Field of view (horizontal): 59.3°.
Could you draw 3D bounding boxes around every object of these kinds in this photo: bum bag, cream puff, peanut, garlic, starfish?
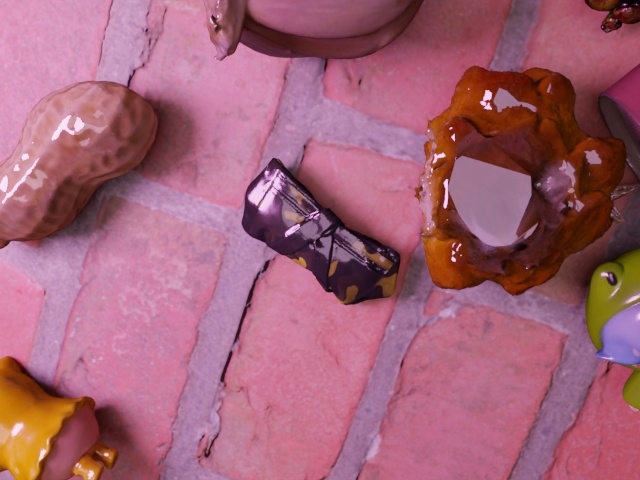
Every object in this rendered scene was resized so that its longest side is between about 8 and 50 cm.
[{"bbox_3d":[0.000,0.000,0.723,0.232,0.060,0.107,40,110,0],"label":"bum bag"},{"bbox_3d":[0.212,-0.056,0.643,0.241,0.155,0.269,37,102,3],"label":"cream puff"},{"bbox_3d":[-0.339,-0.094,0.711,0.298,0.120,0.136,-38,71,11],"label":"peanut"},{"bbox_3d":[-0.012,-0.295,0.594,0.292,0.237,0.210,-21,110,-28],"label":"garlic"},{"bbox_3d":[0.346,-0.052,0.702,0.092,0.016,0.086,37,104,1],"label":"starfish"}]

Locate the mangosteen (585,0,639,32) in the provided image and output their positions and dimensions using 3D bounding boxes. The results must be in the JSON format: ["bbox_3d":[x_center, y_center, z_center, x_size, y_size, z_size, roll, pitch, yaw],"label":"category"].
[{"bbox_3d":[0.345,-0.298,0.614,0.140,0.140,0.140,1,100,5],"label":"mangosteen"}]

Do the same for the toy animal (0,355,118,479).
[{"bbox_3d":[-0.389,0.258,0.761,0.229,0.156,0.156,27,101,-1],"label":"toy animal"}]

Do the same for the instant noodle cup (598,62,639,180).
[{"bbox_3d":[0.422,-0.132,0.584,0.178,0.235,0.235,-32,95,19],"label":"instant noodle cup"}]

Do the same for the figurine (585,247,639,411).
[{"bbox_3d":[0.412,0.120,0.671,0.162,0.143,0.263,-22,114,16],"label":"figurine"}]
